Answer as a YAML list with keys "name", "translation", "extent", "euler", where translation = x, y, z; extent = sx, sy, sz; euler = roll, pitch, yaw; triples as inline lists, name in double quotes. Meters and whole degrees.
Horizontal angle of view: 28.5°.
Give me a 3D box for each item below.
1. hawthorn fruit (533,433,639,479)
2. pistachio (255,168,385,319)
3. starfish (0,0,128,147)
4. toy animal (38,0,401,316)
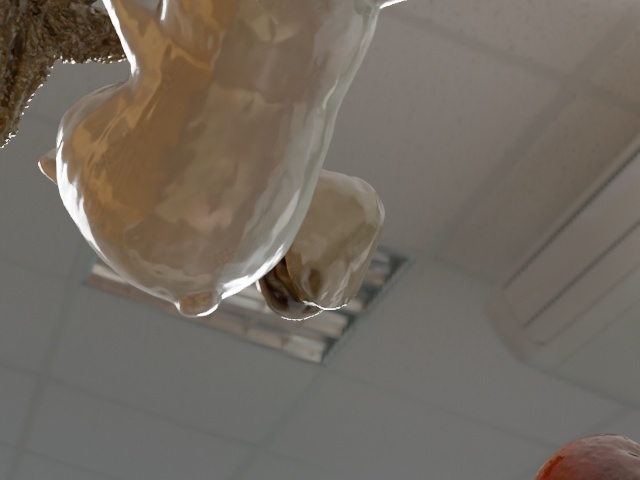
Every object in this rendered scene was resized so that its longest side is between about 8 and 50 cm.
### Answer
- name: "hawthorn fruit"
  translation: [0.245, 0.292, 1.096]
  extent: [0.196, 0.196, 0.225]
  euler: [31, -73, -26]
- name: "pistachio"
  translation: [0.000, 0.000, 1.427]
  extent: [0.126, 0.223, 0.152]
  euler: [-16, -72, 32]
- name: "starfish"
  translation: [-0.247, -0.234, 1.142]
  extent: [0.302, 0.299, 0.060]
  euler: [-7, 15, -21]
- name: "toy animal"
  translation: [-0.033, -0.103, 0.618]
  extent: [0.140, 0.138, 0.282]
  euler: [11, -61, -25]
